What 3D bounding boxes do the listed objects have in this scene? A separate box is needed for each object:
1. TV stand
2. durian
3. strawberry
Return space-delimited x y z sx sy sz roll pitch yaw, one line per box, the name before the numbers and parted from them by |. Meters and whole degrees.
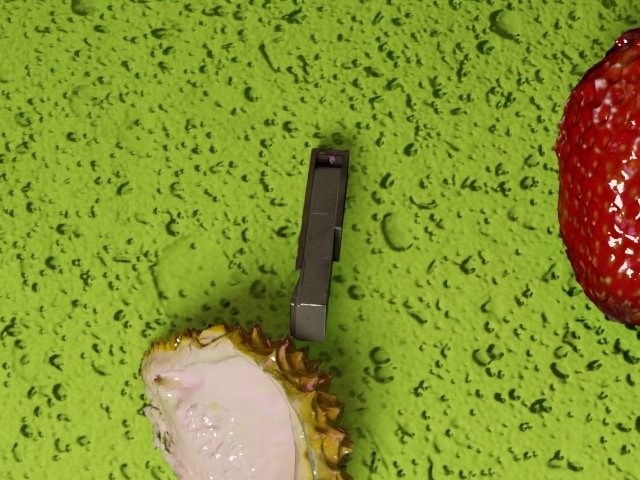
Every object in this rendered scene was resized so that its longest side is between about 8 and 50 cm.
TV stand | 0.000 0.000 1.755 0.040 0.049 0.256 4 38 2
durian | -0.043 0.174 1.647 0.185 0.195 0.305 -19 62 -18
strawberry | 0.341 -0.057 1.745 0.250 0.238 0.288 25 75 17
